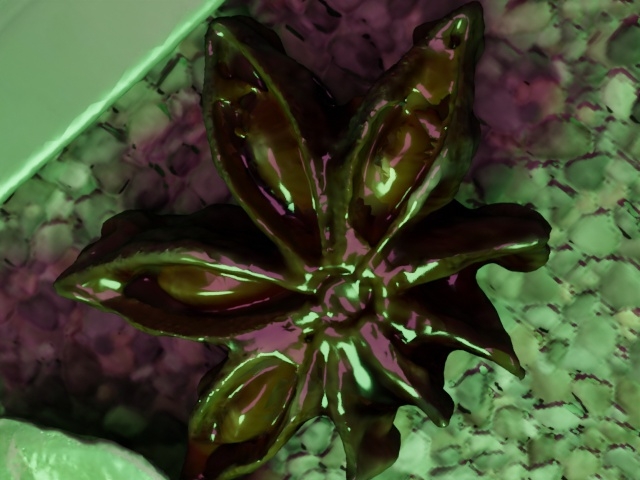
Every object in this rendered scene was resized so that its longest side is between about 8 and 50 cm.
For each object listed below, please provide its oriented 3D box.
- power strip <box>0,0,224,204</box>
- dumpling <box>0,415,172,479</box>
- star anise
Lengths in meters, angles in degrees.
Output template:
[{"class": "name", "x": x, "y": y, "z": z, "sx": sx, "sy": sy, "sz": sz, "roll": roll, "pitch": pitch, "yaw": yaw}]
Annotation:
[{"class": "power strip", "x": -0.176, "y": -0.153, "z": 0.654, "sx": 0.229, "sy": 0.141, "sz": 0.261, "roll": -39, "pitch": 100, "yaw": 18}, {"class": "dumpling", "x": -0.111, "y": 0.173, "z": 0.734, "sx": 0.153, "sy": 0.108, "sz": 0.219, "roll": -2, "pitch": 133, "yaw": 53}, {"class": "star anise", "x": -0.006, "y": 0.003, "z": 0.703, "sx": 0.220, "sy": 0.099, "sz": 0.214, "roll": -16, "pitch": 89, "yaw": 18}]
